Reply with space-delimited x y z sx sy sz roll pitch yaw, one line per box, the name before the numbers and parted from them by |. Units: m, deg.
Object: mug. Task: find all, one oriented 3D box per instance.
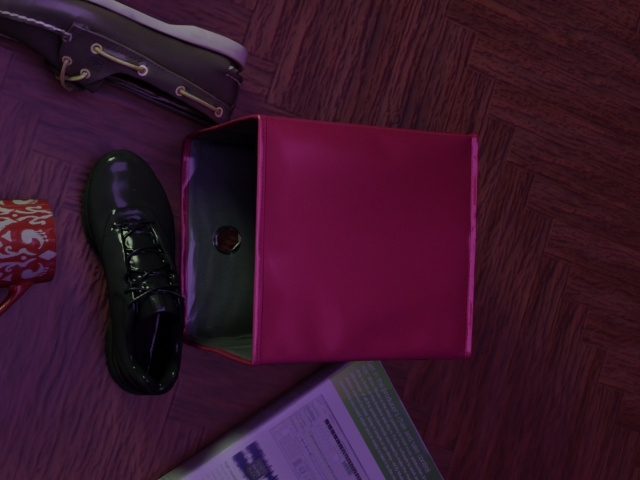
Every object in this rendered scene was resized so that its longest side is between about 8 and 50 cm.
mug | -0.376 0.022 1.094 0.169 0.113 0.150 -5 112 -27

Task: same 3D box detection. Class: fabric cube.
fabric cube | 0.000 0.000 1.164 0.258 0.259 0.254 0 91 -25

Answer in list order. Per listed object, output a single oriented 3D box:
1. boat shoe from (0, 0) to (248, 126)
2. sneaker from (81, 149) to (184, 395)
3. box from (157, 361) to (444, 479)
boat shoe | -0.238 -0.208 1.135 0.325 0.117 0.096 13 83 -28
sneaker | -0.196 0.038 1.150 0.109 0.130 0.286 -12 95 -20
box | -0.017 0.310 1.274 0.322 0.058 0.232 -32 103 -18
